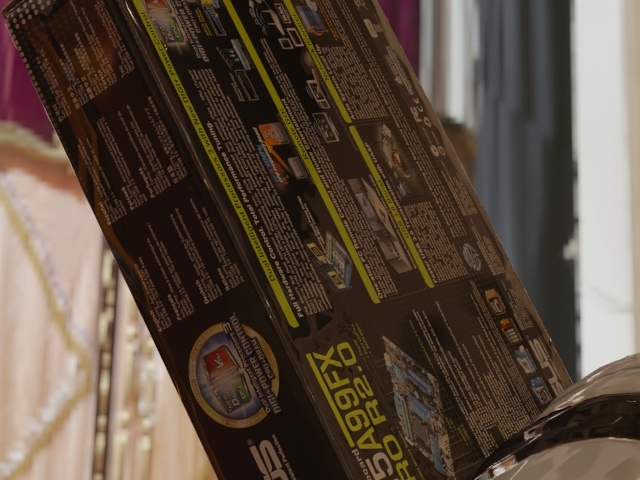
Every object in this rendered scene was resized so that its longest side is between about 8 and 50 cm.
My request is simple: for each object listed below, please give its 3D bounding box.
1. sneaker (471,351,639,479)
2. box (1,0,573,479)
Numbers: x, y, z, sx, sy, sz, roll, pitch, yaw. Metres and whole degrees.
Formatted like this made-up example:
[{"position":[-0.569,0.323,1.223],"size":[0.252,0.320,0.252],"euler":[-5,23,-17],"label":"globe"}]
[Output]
[{"position":[-0.002,0.200,0.451],"size":[0.210,0.137,0.366],"euler":[-19,-42,-47],"label":"sneaker"},{"position":[0.000,0.000,0.815],"size":[0.060,0.270,0.216],"euler":[-32,-10,31],"label":"box"}]
